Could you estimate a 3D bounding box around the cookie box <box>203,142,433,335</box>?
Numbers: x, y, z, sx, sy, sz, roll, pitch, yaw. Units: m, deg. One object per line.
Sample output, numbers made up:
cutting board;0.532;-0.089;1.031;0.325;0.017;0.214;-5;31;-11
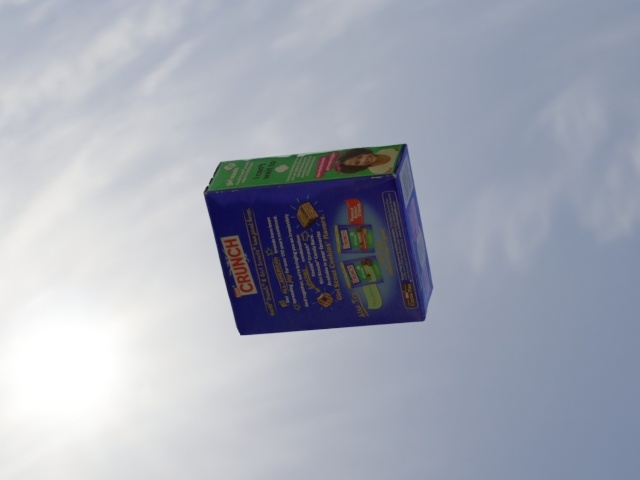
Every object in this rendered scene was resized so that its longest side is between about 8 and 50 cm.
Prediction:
cookie box;0.000;0.000;0.979;0.107;0.092;0.040;-5;-154;15
